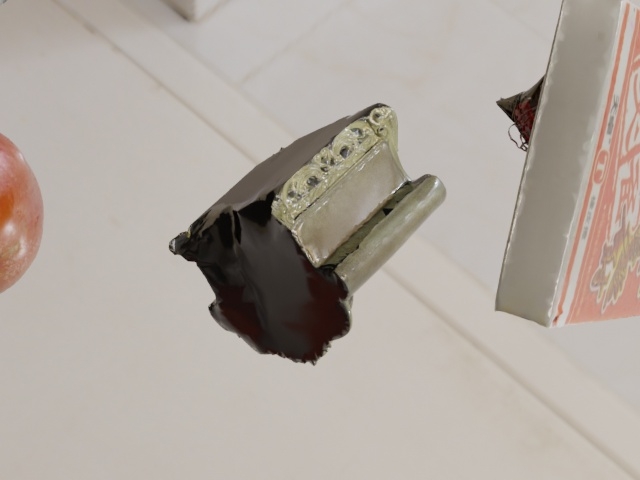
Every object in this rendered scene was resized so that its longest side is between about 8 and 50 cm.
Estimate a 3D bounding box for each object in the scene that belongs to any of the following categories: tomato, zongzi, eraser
[{"bbox_3d":[-0.417,-0.046,1.561,0.232,0.232,0.189,107,-7,-48],"label":"tomato"},{"bbox_3d":[0.176,-0.102,1.180,0.067,0.073,0.083,-31,111,-33],"label":"zongzi"},{"bbox_3d":[0.161,-0.037,0.765,0.230,0.038,0.157,1,101,-63],"label":"eraser"}]

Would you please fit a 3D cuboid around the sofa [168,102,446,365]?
[{"bbox_3d":[0.000,0.000,1.514,0.200,0.182,0.258,-45,-166,-33],"label":"sofa"}]

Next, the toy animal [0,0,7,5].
[{"bbox_3d":[-0.455,-0.301,1.258,0.368,0.241,0.196,68,36,-44],"label":"toy animal"}]
